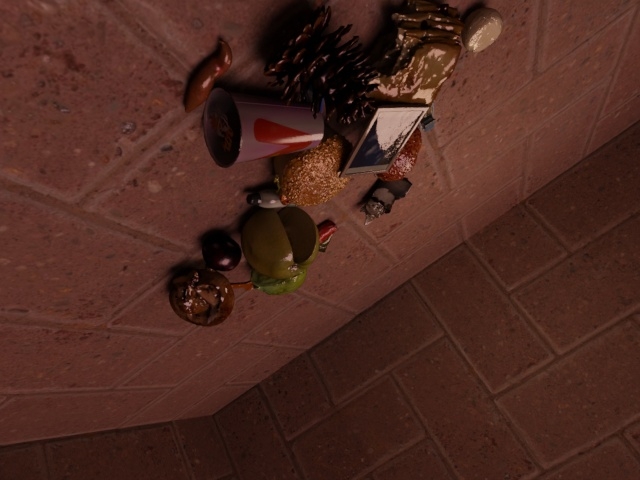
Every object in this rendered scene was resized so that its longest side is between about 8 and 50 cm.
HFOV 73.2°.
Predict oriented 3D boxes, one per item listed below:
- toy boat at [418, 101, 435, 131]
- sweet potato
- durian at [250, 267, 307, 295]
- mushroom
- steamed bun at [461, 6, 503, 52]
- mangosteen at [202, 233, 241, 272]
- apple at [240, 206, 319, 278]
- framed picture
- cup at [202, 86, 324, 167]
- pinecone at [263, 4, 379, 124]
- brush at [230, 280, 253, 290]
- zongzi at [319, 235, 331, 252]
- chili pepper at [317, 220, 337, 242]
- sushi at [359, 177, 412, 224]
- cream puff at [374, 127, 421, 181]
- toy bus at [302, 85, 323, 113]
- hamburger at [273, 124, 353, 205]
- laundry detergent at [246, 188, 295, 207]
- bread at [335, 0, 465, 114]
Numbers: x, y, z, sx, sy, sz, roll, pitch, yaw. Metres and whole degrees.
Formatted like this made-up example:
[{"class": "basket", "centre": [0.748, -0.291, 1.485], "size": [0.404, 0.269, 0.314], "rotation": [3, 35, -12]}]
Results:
[{"class": "toy boat", "centre": [0.392, -0.466, 1.599], "size": [0.069, 0.058, 0.173], "rotation": [-32, 154, 0]}, {"class": "sweet potato", "centre": [-0.273, -0.382, 1.029], "size": [0.055, 0.058, 0.202], "rotation": [28, 120, -37]}, {"class": "durian", "centre": [-0.177, 0.136, 1.905], "size": [0.256, 0.204, 0.339], "rotation": [-17, 162, 0]}, {"class": "mushroom", "centre": [-0.467, 0.212, 1.691], "size": [0.264, 0.195, 0.283], "rotation": [3, 152, 12]}, {"class": "steamed bun", "centre": [0.490, -0.658, 1.334], "size": [0.130, 0.090, 0.113], "rotation": [-42, 149, 25]}, {"class": "mangosteen", "centre": [-0.366, 0.053, 1.577], "size": [0.153, 0.152, 0.152], "rotation": [-25, 153, -14]}, {"class": "apple", "centre": [-0.147, 0.005, 1.619], "size": [0.292, 0.254, 0.292], "rotation": [-22, 152, -13]}, {"class": "framed picture", "centre": [0.187, -0.300, 1.313], "size": [0.209, 0.019, 0.281], "rotation": [-14, 151, -31]}, {"class": "cup", "centre": [-0.141, -0.303, 1.160], "size": [0.289, 0.203, 0.203], "rotation": [-15, 150, -38]}, {"class": "pinecone", "centre": [0.013, -0.403, 1.052], "size": [0.246, 0.292, 0.246], "rotation": [-50, -170, 12]}, {"class": "brush", "centre": [-0.380, 0.210, 1.992], "size": [0.315, 0.017, 0.090], "rotation": [2, 139, -47]}, {"class": "zongzi", "centre": [0.000, 0.000, 2.010], "size": [0.104, 0.052, 0.113], "rotation": [9, 120, -45]}, {"class": "chili pepper", "centre": [0.016, -0.038, 1.933], "size": [0.123, 0.073, 0.070], "rotation": [-34, 112, -1]}, {"class": "sushi", "centre": [0.286, -0.185, 1.925], "size": [0.272, 0.134, 0.109], "rotation": [-58, 176, 26]}, {"class": "cream puff", "centre": [0.273, -0.321, 1.545], "size": [0.164, 0.240, 0.240], "rotation": [21, 137, -5]}, {"class": "toy bus", "centre": [-0.025, -0.390, 1.274], "size": [0.051, 0.061, 0.153], "rotation": [-26, 150, -23]}, {"class": "hamburger", "centre": [-0.015, -0.235, 1.422], "size": [0.276, 0.179, 0.294], "rotation": [-11, 147, -35]}, {"class": "laundry detergent", "centre": [-0.159, -0.149, 1.522], "size": [0.226, 0.099, 0.070], "rotation": [-9, 110, -40]}, {"class": "bread", "centre": [0.229, -0.492, 1.233], "size": [0.370, 0.191, 0.314], "rotation": [-17, 152, -24]}]
